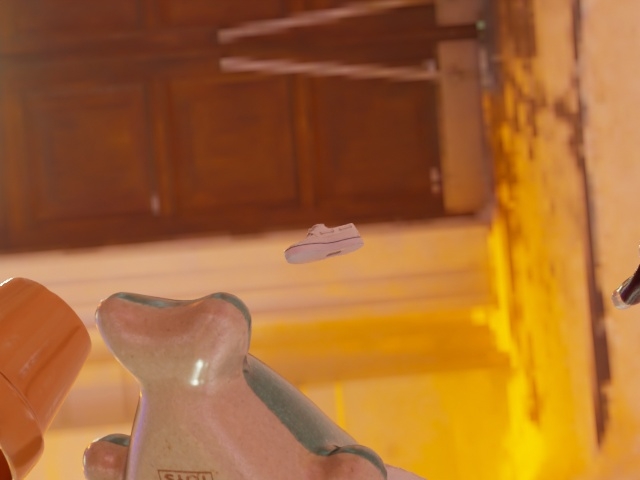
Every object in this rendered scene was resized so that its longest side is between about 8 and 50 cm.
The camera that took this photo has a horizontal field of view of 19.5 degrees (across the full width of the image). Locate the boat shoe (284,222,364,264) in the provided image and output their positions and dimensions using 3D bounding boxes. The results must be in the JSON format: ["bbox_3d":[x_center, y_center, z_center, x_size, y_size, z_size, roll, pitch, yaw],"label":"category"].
[{"bbox_3d":[0.000,0.000,1.999,0.035,0.100,0.035,-47,61,53],"label":"boat shoe"}]

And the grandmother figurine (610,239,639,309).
[{"bbox_3d":[0.419,0.006,2.177,0.208,0.104,0.342,-51,-9,7],"label":"grandmother figurine"}]

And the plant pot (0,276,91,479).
[{"bbox_3d":[-0.363,0.149,2.085,0.188,0.205,0.205,-49,-26,-33],"label":"plant pot"}]

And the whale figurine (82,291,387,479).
[{"bbox_3d":[-0.050,0.132,1.196,0.141,0.216,0.272,-55,-45,-48],"label":"whale figurine"}]

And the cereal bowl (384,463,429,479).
[{"bbox_3d":[0.040,0.369,1.658,0.141,0.339,0.339,8,104,61],"label":"cereal bowl"}]
